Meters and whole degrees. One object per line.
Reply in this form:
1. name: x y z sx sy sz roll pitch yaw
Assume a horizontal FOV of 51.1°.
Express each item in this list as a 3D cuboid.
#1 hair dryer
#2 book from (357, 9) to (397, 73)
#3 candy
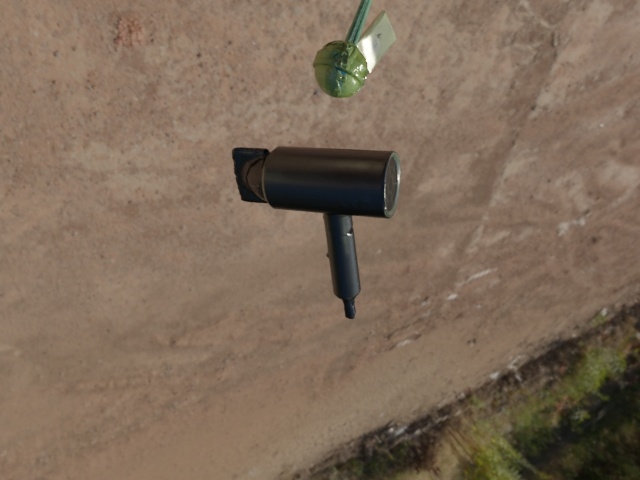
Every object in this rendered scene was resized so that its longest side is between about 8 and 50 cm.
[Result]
1. hair dryer: 0.000 0.000 0.826 0.078 0.196 0.248 -60 148 -50
2. book: 0.116 -0.414 1.398 0.111 0.014 0.077 -54 137 -19
3. candy: 0.077 -0.406 1.170 0.335 0.093 0.092 -68 160 -6
